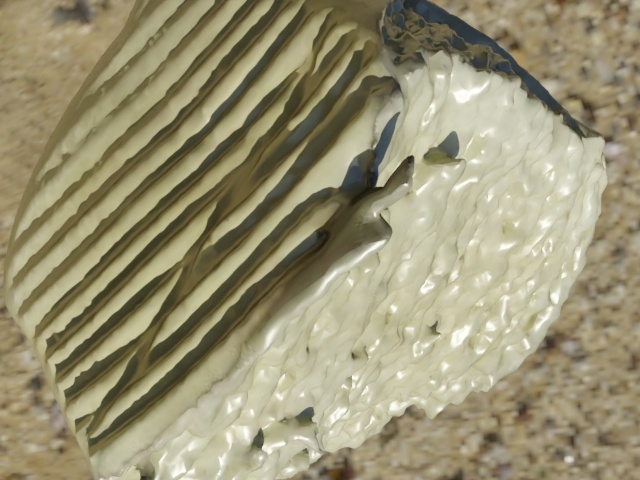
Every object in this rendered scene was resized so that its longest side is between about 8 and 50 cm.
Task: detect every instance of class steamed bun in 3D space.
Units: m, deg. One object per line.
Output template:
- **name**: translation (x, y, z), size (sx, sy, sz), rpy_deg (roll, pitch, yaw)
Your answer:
- **steamed bun**: translation (0.000, 0.000, 0.949), size (0.290, 0.273, 0.272), rpy_deg (-50, 139, 11)
